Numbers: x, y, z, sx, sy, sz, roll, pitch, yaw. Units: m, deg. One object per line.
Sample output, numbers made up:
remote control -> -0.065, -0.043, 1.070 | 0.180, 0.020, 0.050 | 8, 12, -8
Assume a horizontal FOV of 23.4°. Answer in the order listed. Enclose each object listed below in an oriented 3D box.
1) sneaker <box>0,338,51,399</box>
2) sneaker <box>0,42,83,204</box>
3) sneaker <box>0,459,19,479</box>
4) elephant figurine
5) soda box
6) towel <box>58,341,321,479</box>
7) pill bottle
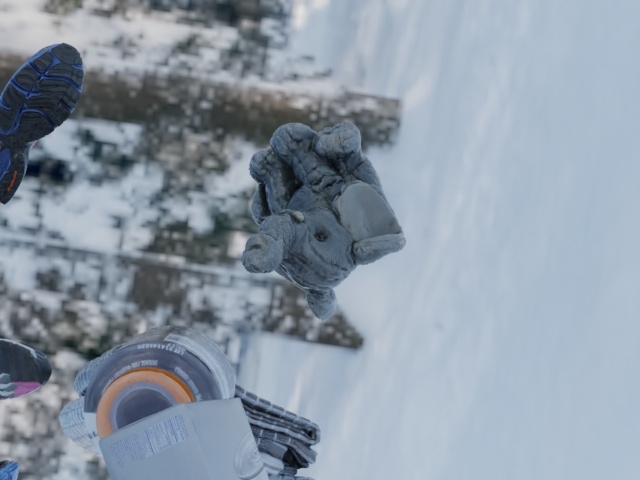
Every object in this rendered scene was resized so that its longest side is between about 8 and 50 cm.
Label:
sneaker -> -0.380, 0.143, 1.792 | 0.077, 0.178, 0.072 | -11, -81, -62
sneaker -> -0.356, -0.145, 1.816 | 0.221, 0.083, 0.087 | -51, 28, 16
sneaker -> -0.374, 0.260, 1.592 | 0.188, 0.078, 0.067 | -19, -51, -66
elephant figurine -> 0.000, 0.000, 1.639 | 0.239, 0.186, 0.169 | -99, 10, -49
soda box -> -0.075, 0.275, 1.247 | 0.098, 0.091, 0.286 | 8, -121, -64
towel -> -0.151, 0.219, 1.828 | 0.235, 0.283, 0.121 | -31, 37, 66
pill bottle -> -0.152, 0.153, 1.461 | 0.246, 0.130, 0.130 | -63, -19, -88
